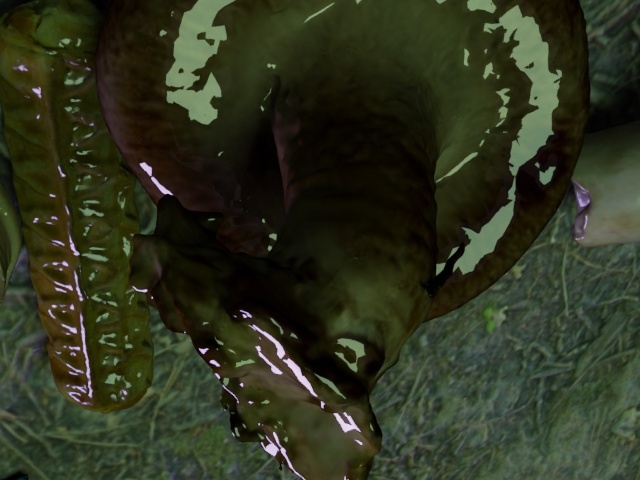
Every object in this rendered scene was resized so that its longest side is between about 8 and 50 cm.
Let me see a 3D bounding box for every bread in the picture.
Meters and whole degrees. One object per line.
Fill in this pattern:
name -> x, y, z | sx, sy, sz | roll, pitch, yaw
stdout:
bread -> -0.175, -0.011, 0.886 | 0.084, 0.077, 0.367 | -16, 132, -19

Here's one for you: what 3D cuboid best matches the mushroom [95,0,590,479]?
mushroom -> 0.018, -0.087, 0.747 | 0.334, 0.356, 0.331 | -39, 97, 2

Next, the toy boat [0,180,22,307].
toy boat -> -0.275, 0.024, 0.846 | 0.116, 0.061, 0.188 | 15, 119, -15

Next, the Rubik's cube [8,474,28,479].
Rubik's cube -> -0.339, 0.384, 1.001 | 0.250, 0.234, 0.284 | 0, 126, -28

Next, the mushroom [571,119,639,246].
mushroom -> 0.350, -0.088, 1.025 | 0.290, 0.292, 0.292 | -7, 135, 14
